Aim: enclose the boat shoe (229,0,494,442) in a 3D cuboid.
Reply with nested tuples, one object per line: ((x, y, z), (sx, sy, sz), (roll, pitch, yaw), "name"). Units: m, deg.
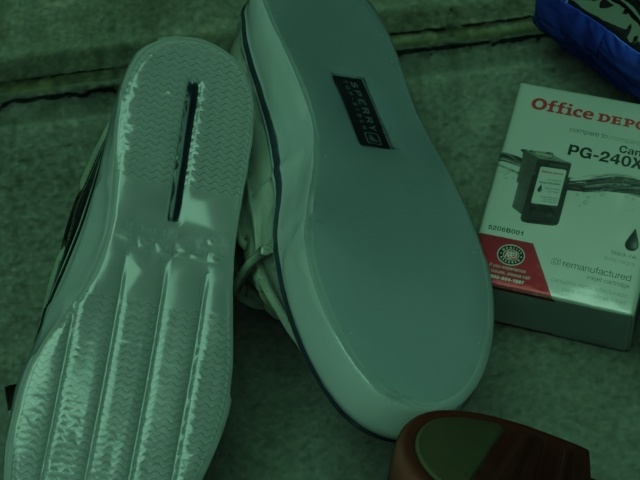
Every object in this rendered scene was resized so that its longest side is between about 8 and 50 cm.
((-0.008, -0.002, 1.079), (0.135, 0.156, 0.367), (8, 45, -29), "boat shoe")

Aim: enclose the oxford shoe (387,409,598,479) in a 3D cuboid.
((0.185, 0.212, 0.926), (0.348, 0.130, 0.123), (25, 29, 5), "oxford shoe")

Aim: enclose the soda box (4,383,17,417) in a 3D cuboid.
((-0.151, 0.168, 1.057), (0.053, 0.060, 0.169), (-15, 63, 0), "soda box")

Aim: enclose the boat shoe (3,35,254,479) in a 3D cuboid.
((-0.106, 0.047, 1.034), (0.121, 0.119, 0.335), (17, 73, -8), "boat shoe")

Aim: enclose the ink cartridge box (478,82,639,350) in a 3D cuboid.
((0.163, -0.018, 1.109), (0.109, 0.063, 0.150), (12, 66, 12), "ink cartridge box")

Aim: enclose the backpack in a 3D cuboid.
((0.216, -0.148, 1.145), (0.120, 0.101, 0.098), (36, 75, 17), "backpack")
